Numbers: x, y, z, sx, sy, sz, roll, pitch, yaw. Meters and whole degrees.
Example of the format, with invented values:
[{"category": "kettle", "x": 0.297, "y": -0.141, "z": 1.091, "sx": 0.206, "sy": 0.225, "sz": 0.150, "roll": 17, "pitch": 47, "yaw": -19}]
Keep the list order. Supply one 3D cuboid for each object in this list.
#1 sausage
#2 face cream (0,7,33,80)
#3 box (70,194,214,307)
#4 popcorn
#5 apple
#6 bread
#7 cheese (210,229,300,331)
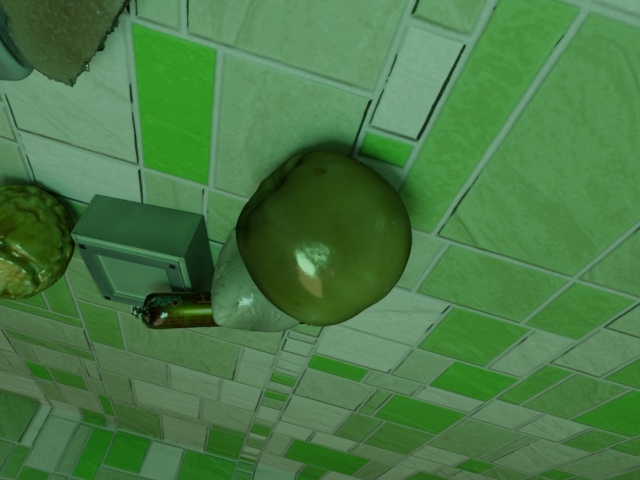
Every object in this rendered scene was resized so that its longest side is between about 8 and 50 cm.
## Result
[{"category": "sausage", "x": -0.184, "y": 0.135, "z": 1.008, "sx": 0.371, "sy": 0.082, "sz": 0.082, "roll": 3, "pitch": 149, "yaw": -29}, {"category": "face cream", "x": -0.579, "y": -0.305, "z": 0.697, "sx": 0.336, "sy": 0.080, "sz": 0.163, "roll": 7, "pitch": 142, "yaw": 9}, {"category": "box", "x": -0.352, "y": 0.042, "z": 1.030, "sx": 0.224, "sy": 0.117, "sz": 0.225, "roll": 11, "pitch": 142, "yaw": 5}, {"category": "popcorn", "x": -0.584, "y": 0.003, "z": 0.973, "sx": 0.204, "sy": 0.221, "sz": 0.184, "roll": 16, "pitch": 166, "yaw": -4}, {"category": "apple", "x": 0.000, "y": 0.000, "z": 0.763, "sx": 0.262, "sy": 0.262, "sz": 0.262, "roll": 9, "pitch": 142, "yaw": 7}, {"category": "bread", "x": -0.290, "y": -0.324, "z": 0.570, "sx": 0.337, "sy": 0.102, "sz": 0.183, "roll": -24, "pitch": 124, "yaw": 42}, {"category": "cheese", "x": -0.101, "y": 0.077, "z": 0.942, "sx": 0.189, "sy": 0.198, "sz": 0.154, "roll": 18, "pitch": 139, "yaw": -19}]
